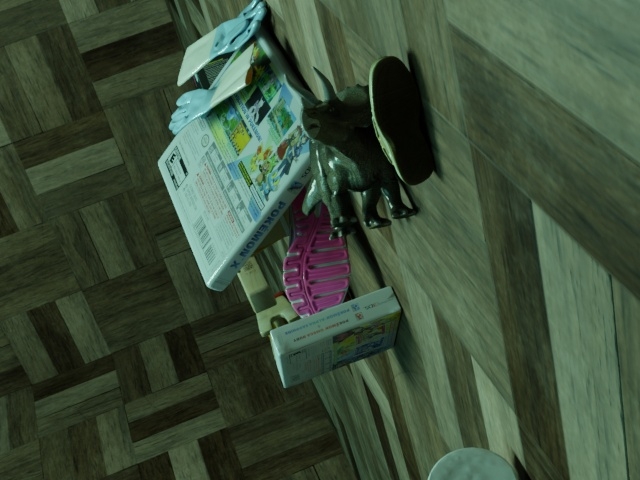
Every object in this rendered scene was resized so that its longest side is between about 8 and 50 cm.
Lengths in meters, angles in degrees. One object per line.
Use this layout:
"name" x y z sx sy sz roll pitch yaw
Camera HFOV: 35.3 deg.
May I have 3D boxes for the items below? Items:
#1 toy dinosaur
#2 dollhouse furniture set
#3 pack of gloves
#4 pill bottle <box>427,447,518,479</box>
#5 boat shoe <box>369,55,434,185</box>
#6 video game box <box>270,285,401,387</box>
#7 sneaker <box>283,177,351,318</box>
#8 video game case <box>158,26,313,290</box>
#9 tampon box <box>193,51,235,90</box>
"toy dinosaur" 0.033 -0.091 1.168 0.313 0.121 0.160 100 160 -84
"dollhouse furniture set" -0.064 0.018 1.766 0.152 0.201 0.374 61 176 44
"pack of gloves" -0.152 -0.268 1.589 0.046 0.232 0.195 30 -125 -30
"pill bottle" 0.180 0.337 1.160 0.221 0.121 0.121 77 169 -47
"boat shoe" 0.069 -0.116 0.961 0.045 0.050 0.135 47 158 56
"video game box" 0.023 0.147 1.498 0.205 0.187 0.048 90 161 -69
"sneaker" 0.000 0.000 1.522 0.111 0.103 0.252 52 -141 -79
"video game case" -0.125 -0.134 1.553 0.036 0.300 0.329 22 -153 -37
"tampon box" -0.195 -0.300 2.114 0.120 0.101 0.161 142 107 -81
